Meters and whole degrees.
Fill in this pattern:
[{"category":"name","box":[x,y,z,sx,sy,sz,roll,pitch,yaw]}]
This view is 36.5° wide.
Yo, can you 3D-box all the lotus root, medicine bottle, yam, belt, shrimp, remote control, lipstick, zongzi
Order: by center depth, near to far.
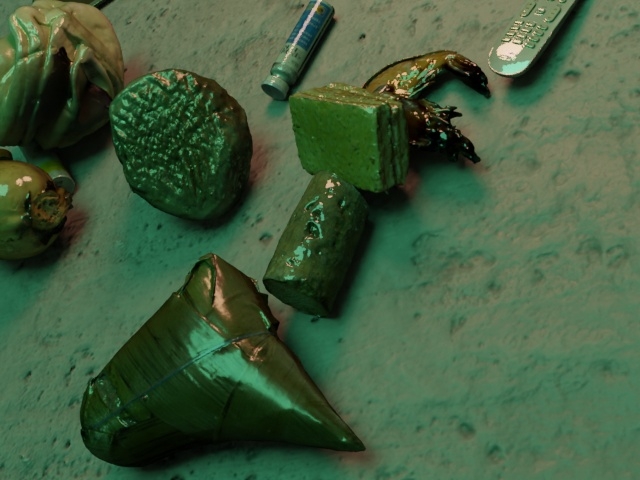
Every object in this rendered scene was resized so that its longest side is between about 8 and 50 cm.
[{"category":"zongzi","box":[-0.141,0.246,1.296,0.323,0.160,0.360,-49,58,9]},{"category":"yam","box":[0.000,0.000,1.385,0.107,0.107,0.194,8,64,37]},{"category":"remote control","box":[0.328,-0.321,1.440,0.073,0.044,0.229,21,64,37]},{"category":"shrimp","box":[0.172,-0.209,1.452,0.178,0.075,0.289,-47,33,-7]},{"category":"medicine bottle","box":[-0.038,-0.332,1.679,0.051,0.051,0.191,15,68,39]},{"category":"lotus root","box":[-0.591,-0.055,1.764,0.310,0.183,0.182,1,60,40]},{"category":"lipstick","box":[-0.546,-0.166,1.892,0.059,0.059,0.264,-43,47,1]},{"category":"belt","box":[-0.659,-0.151,1.954,0.083,0.059,0.036,-35,47,9]}]

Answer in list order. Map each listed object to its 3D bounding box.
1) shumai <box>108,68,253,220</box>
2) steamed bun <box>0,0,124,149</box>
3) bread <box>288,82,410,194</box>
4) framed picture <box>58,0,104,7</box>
[{"category":"shumai","box":[-0.211,-0.162,1.622,0.260,0.222,0.225,46,103,8]},{"category":"steamed bun","box":[-0.501,-0.291,1.804,0.320,0.275,0.206,-44,55,2]},{"category":"bread","box":[0.050,-0.151,1.414,0.102,0.138,0.196,-25,27,-31]},{"category":"framed picture","box":[-0.538,-0.602,2.217,0.232,0.019,0.296,-30,47,12]}]
